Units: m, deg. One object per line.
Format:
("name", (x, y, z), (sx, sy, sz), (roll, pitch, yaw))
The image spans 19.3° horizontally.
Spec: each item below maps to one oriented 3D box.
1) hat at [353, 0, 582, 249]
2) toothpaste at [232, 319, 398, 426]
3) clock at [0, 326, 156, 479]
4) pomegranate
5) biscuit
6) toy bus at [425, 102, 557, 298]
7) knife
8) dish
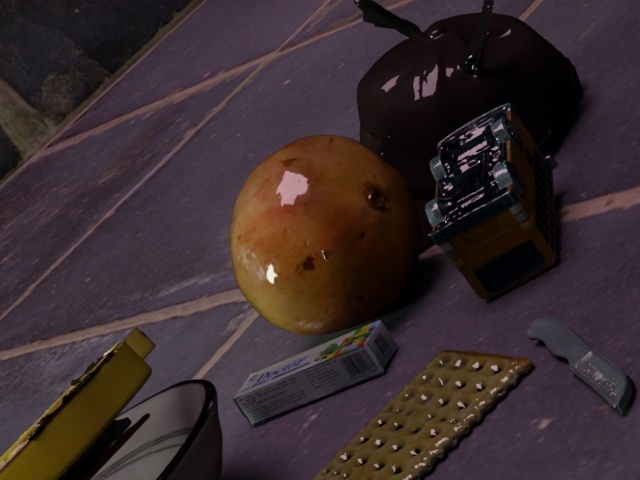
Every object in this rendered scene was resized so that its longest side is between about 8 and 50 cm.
("hat", (0.093, -0.136, 1.907), (0.336, 0.209, 0.238), (-39, 19, -4))
("toothpaste", (-0.005, 0.121, 1.697), (0.164, 0.034, 0.046), (-25, 16, 34))
("clock", (-0.233, 0.198, 1.502), (0.277, 0.071, 0.293), (-44, 2, 20))
("pomegranate", (0.000, -0.003, 1.774), (0.191, 0.191, 0.191), (-33, 16, 11))
("biscuit", (0.056, 0.165, 1.481), (0.231, 0.016, 0.139), (-43, 18, -20))
("toy bus", (0.158, -0.037, 1.680), (0.091, 0.103, 0.182), (-30, 23, 20))
("knife", (0.196, 0.090, 1.405), (0.028, 0.015, 0.210), (-30, 16, -4))
("dish", (-0.181, 0.252, 1.570), (0.316, 0.106, 0.316), (-35, 14, 10))
